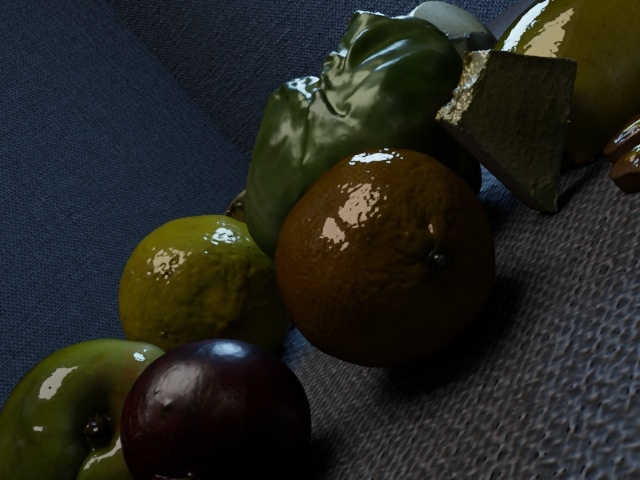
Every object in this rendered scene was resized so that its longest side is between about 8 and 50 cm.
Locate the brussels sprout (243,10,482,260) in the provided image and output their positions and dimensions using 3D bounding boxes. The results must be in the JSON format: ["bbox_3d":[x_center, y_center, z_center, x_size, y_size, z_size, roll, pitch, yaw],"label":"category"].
[{"bbox_3d":[0.083,-0.118,1.137,0.425,0.342,0.361,-52,30,16],"label":"brussels sprout"}]

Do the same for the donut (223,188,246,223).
[{"bbox_3d":[-0.068,-0.073,1.817,0.330,0.160,0.330,-29,-11,-6],"label":"donut"}]

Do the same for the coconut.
[{"bbox_3d":[0.259,-0.354,1.617,0.323,0.323,0.323,-40,10,9],"label":"coconut"}]

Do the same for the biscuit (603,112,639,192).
[{"bbox_3d":[0.441,-0.162,0.802,0.295,0.044,0.186,-37,13,26],"label":"biscuit"}]

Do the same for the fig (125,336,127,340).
[{"bbox_3d":[-0.308,0.172,1.657,0.233,0.233,0.314,-40,16,6],"label":"fig"}]

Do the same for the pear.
[{"bbox_3d":[0.365,-0.269,1.108,0.340,0.191,0.386,-31,14,48],"label":"pear"}]

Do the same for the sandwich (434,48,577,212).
[{"bbox_3d":[0.226,-0.137,0.928,0.058,0.162,0.193,-141,56,-82],"label":"sandwich"}]

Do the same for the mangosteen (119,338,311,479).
[{"bbox_3d":[-0.114,0.237,0.813,0.215,0.215,0.258,-33,48,40],"label":"mangosteen"}]

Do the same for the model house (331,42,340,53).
[{"bbox_3d":[0.186,-0.407,1.966,0.323,0.340,0.300,-41,8,24],"label":"model house"}]

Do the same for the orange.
[{"bbox_3d":[0.073,0.020,0.837,0.264,0.264,0.264,-40,10,9],"label":"orange"}]

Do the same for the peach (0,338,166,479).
[{"bbox_3d":[-0.320,0.291,1.063,0.314,0.281,0.315,-51,4,-16],"label":"peach"}]

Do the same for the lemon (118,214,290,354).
[{"bbox_3d":[-0.205,0.106,1.328,0.336,0.336,0.336,-40,10,9],"label":"lemon"}]
